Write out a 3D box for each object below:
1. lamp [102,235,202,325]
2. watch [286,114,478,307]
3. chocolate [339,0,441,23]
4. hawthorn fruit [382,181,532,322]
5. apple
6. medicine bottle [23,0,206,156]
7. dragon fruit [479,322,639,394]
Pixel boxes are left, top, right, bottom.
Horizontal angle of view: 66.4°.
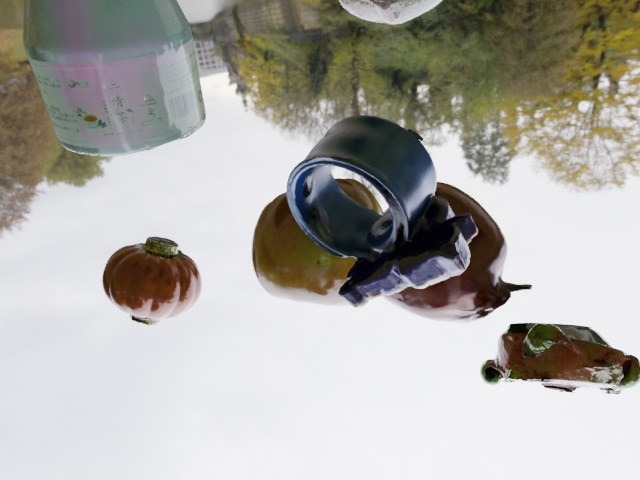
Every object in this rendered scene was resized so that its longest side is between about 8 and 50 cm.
[{"bbox_3d":[-0.386,0.093,1.131,0.223,0.196,0.223,15,-172,-2],"label":"lamp"},{"bbox_3d":[0.064,-0.045,0.595,0.196,0.200,0.171,-32,-164,43],"label":"watch"},{"bbox_3d":[0.159,-0.540,1.082,0.185,0.100,0.303,-24,-146,-8],"label":"chocolate"},{"bbox_3d":[0.261,0.036,1.102,0.308,0.324,0.308,-34,171,-6],"label":"hawthorn fruit"},{"bbox_3d":[0.000,0.000,0.810,0.237,0.207,0.237,6,176,0],"label":"apple"},{"bbox_3d":[-0.316,-0.307,0.740,0.245,0.290,0.245,-3,-147,2],"label":"medicine bottle"},{"bbox_3d":[0.479,0.242,0.999,0.295,0.130,0.268,-2,164,18],"label":"dragon fruit"}]
